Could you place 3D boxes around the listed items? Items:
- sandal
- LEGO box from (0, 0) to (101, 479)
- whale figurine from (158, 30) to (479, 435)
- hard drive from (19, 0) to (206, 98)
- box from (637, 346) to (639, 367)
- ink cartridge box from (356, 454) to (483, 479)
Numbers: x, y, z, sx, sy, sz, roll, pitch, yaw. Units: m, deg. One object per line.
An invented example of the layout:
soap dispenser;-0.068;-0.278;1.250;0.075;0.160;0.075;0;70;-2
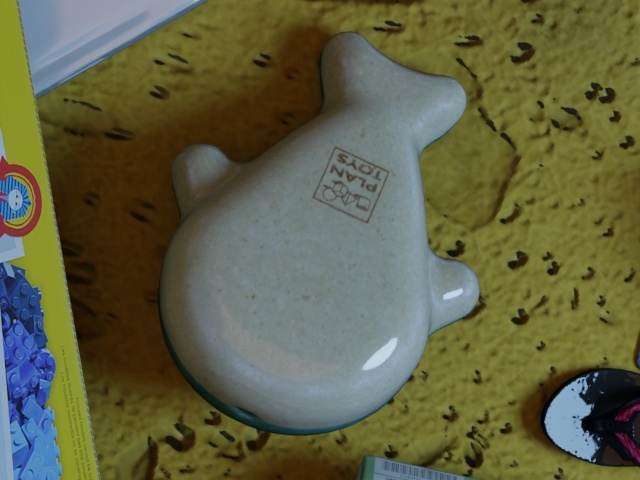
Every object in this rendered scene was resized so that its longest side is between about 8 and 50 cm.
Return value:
sandal;0.239;0.131;1.290;0.179;0.040;0.067;14;91;-2
LEGO box;-0.339;0.030;1.075;0.193;0.372;0.500;-4;98;38
whale figurine;0.000;0.000;1.252;0.216;0.141;0.272;23;66;-2
hard drive;-0.236;-0.246;1.267;0.203;0.040;0.307;-30;92;-1
box;0.339;0.050;1.295;0.225;0.036;0.136;12;91;-1
ink cartridge box;0.084;0.272;1.285;0.171;0.056;0.235;13;115;-2
